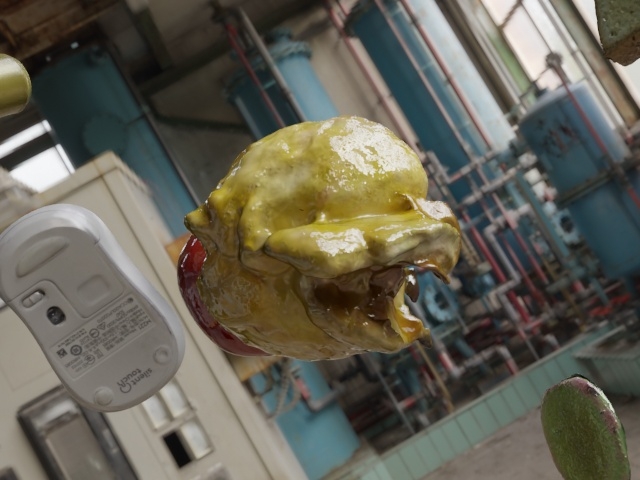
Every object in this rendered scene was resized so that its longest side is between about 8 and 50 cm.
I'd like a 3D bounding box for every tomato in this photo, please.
[{"bbox_3d":[-0.133,0.064,1.646,0.226,0.299,0.298,-8,2,16],"label":"tomato"}]

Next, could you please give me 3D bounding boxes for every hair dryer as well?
[{"bbox_3d":[-0.537,-0.164,1.356,0.278,0.090,0.135,-39,-5,40],"label":"hair dryer"}]

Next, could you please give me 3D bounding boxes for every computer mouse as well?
[{"bbox_3d":[-0.318,0.089,1.249,0.184,0.297,0.121,-40,20,-6],"label":"computer mouse"}]

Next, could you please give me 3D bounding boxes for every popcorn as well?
[{"bbox_3d":[0.000,-0.001,0.774,0.253,0.190,0.191,-1,-22,34],"label":"popcorn"}]

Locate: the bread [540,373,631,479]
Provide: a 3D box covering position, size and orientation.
[{"bbox_3d":[0.442,0.339,1.573,0.033,0.229,0.228,-14,-10,-19],"label":"bread"}]

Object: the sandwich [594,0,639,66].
[{"bbox_3d":[0.579,-0.463,1.544,0.095,0.249,0.273,8,-24,-42],"label":"sandwich"}]
